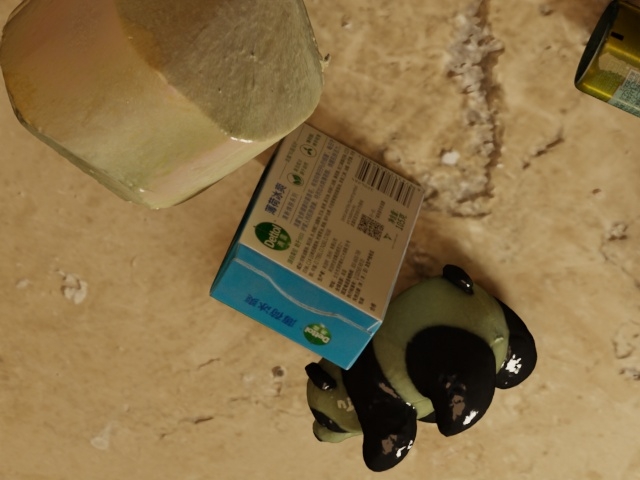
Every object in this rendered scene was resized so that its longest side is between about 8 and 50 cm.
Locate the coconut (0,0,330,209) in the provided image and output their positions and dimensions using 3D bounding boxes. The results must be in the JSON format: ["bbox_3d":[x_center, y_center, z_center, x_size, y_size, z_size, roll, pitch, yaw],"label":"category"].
[{"bbox_3d":[-0.116,-0.161,1.385,0.239,0.239,0.244,44,131,-18],"label":"coconut"}]

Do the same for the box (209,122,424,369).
[{"bbox_3d":[0.000,0.000,1.490,0.139,0.194,0.073,28,129,-5],"label":"box"}]

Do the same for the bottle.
[{"bbox_3d":[0.350,-0.102,1.382,0.286,0.082,0.082,24,129,-2],"label":"bottle"}]

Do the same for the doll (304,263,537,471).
[{"bbox_3d":[0.087,0.123,1.604,0.234,0.143,0.135,-37,86,36],"label":"doll"}]
